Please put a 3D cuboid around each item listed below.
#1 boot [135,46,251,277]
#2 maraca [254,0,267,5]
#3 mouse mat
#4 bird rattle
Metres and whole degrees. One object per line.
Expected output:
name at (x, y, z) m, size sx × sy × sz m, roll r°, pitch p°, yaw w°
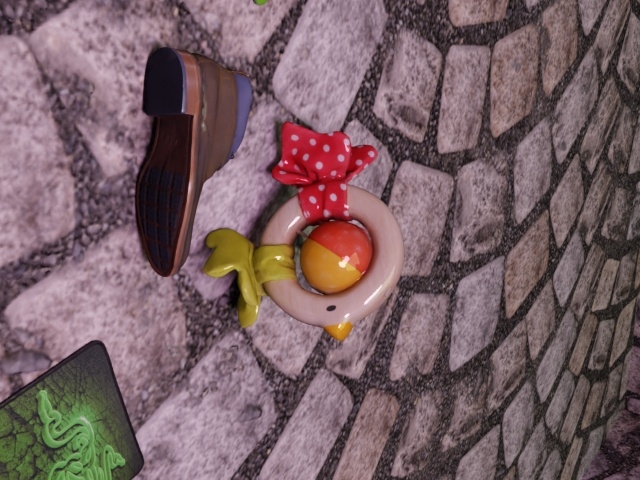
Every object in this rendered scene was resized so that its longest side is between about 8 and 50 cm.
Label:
boot at (-0.117, -0.074, 0.759) m, size 0.106 × 0.082 × 0.219 m, roll -7°, pitch 108°, yaw -50°
maraca at (-0.036, -0.322, 0.759) m, size 0.127 × 0.099 × 0.185 m, roll 0°, pitch 130°, yaw -48°
mouse mat at (-0.252, 0.209, 0.758) m, size 0.152 × 0.007 × 0.189 m, roll -38°, pitch 133°, yaw -39°
bird rattle at (0.000, 0.000, 0.862) m, size 0.253 × 0.207 × 0.143 m, roll -49°, pitch 157°, yaw -17°
